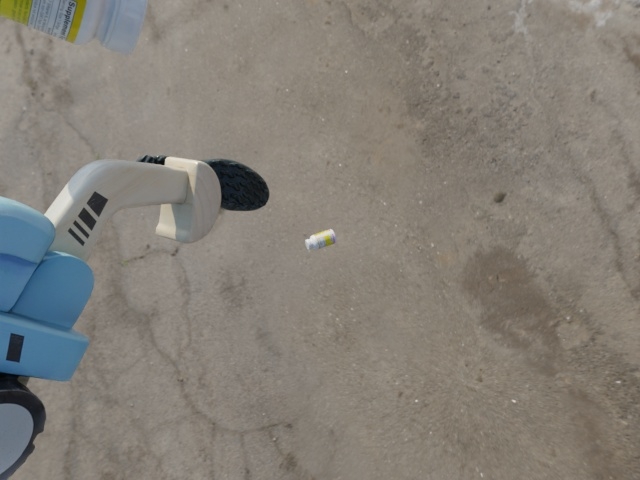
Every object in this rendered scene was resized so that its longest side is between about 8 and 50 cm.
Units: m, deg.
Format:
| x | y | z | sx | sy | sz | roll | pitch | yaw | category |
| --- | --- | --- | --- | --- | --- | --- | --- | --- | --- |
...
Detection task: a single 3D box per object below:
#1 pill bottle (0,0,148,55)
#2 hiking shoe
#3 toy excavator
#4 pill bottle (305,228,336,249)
| x | y | z | sx | sy | sz | roll | pitch | yaw | category |
| --- | --- | --- | --- | --- | --- | --- | --- | --- | --- |
| -0.322 | -0.307 | 0.496 | 0.119 | 0.208 | 0.119 | -15 | 71 | 49 | pill bottle |
| -0.269 | -0.139 | 0.981 | 0.132 | 0.303 | 0.113 | -161 | 82 | -67 | hiking shoe |
| -0.336 | 0.017 | 0.495 | 0.222 | 0.433 | 0.446 | 14 | 73 | 30 | toy excavator |
| 0.000 | 0.000 | 1.201 | 0.083 | 0.043 | 0.044 | -18 | 65 | -16 | pill bottle |
